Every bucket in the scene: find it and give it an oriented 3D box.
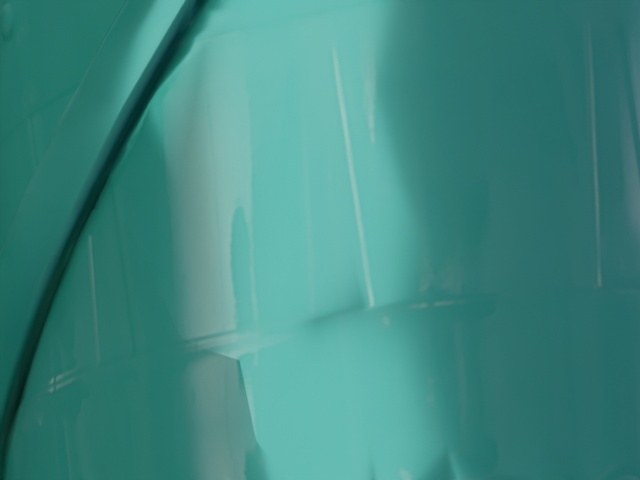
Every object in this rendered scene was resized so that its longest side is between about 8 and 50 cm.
[{"bbox_3d":[0.039,0.001,0.496,0.281,0.281,0.183,-18,66,40],"label":"bucket"}]
